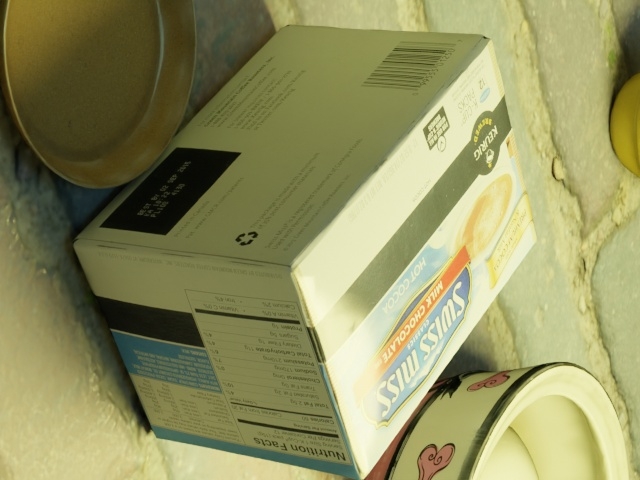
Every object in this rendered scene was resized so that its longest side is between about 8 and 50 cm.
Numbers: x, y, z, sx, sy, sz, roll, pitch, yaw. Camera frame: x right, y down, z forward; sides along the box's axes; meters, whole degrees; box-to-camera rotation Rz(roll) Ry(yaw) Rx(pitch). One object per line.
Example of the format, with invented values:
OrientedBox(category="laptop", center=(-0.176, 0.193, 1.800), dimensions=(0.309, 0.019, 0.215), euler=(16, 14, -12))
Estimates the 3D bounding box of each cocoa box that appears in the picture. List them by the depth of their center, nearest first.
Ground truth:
OrientedBox(category="cocoa box", center=(0.000, 0.000, 1.672), dimensions=(0.347, 0.231, 0.228), euler=(-50, 134, -39))

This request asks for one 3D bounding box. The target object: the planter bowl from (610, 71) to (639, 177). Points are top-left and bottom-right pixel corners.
OrientedBox(category="planter bowl", center=(0.420, -0.145, 2.396), dimensions=(0.217, 0.090, 0.217), euler=(-13, 106, -55))

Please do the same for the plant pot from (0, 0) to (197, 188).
OrientedBox(category="plant pot", center=(-0.184, -0.160, 1.557), dimensions=(0.236, 0.032, 0.236), euler=(-11, 103, -55))

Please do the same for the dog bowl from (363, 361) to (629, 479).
OrientedBox(category="dog bowl", center=(0.177, 0.323, 2.057), dimensions=(0.408, 0.150, 0.408), euler=(-13, 105, -55))
